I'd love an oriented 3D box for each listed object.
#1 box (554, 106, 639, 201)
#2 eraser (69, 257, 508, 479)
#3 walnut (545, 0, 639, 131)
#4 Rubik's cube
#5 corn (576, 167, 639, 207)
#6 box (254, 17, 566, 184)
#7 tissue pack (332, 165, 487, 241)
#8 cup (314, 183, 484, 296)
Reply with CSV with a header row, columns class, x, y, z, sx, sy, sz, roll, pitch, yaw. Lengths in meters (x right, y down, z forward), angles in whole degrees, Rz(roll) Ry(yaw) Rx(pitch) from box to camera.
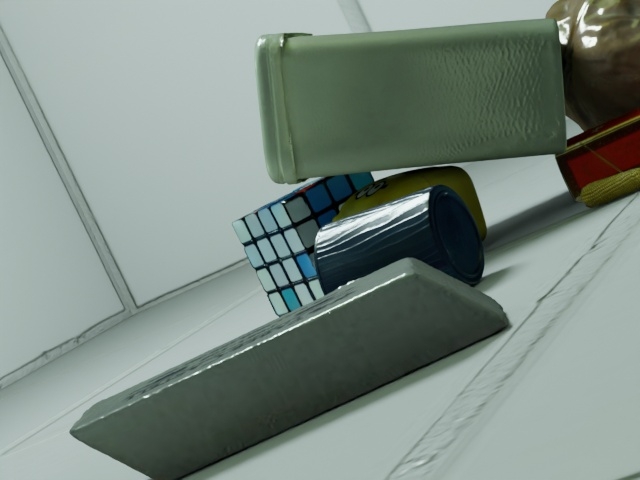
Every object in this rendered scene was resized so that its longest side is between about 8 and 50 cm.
class,x,y,z,sx,sy,sz,roll,pitch,yaw
box,0.408,-0.131,1.785,0.240,0.074,0.153,-24,8,17
eraser,-0.025,0.102,1.202,0.352,0.077,0.111,-25,2,4
walnut,0.430,-0.245,1.983,0.273,0.227,0.273,-12,-8,-2
Rubik's cube,0.000,0.000,2.015,0.151,0.154,0.155,-28,3,-31
corn,0.317,-0.057,1.614,0.083,0.027,0.028,-21,11,25
box,0.117,-0.177,1.816,0.344,0.177,0.352,-3,7,7
tissue pack,0.102,-0.019,1.778,0.127,0.123,0.178,-24,6,-25
cup,0.084,0.030,1.489,0.138,0.150,0.113,-22,-30,30
